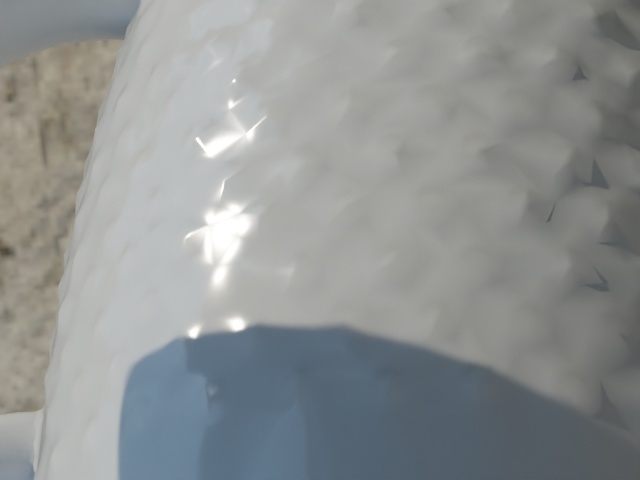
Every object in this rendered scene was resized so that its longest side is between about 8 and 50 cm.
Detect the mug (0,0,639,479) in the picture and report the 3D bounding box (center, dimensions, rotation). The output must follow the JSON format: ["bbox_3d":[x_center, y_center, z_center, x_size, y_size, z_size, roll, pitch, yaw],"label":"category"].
[{"bbox_3d":[0.000,0.000,0.634,0.276,0.374,0.328,85,-173,-64],"label":"mug"}]
